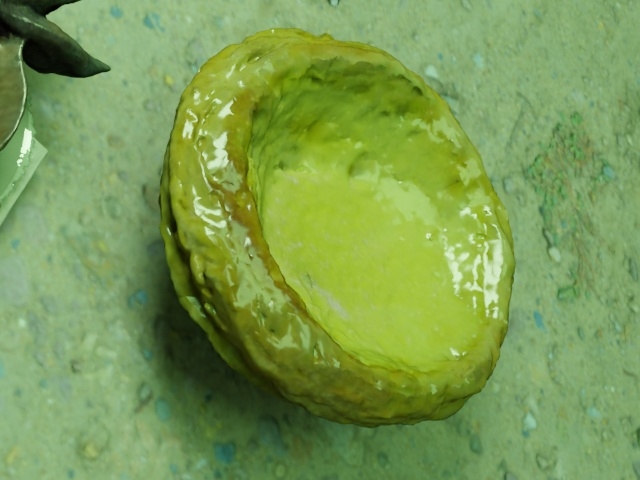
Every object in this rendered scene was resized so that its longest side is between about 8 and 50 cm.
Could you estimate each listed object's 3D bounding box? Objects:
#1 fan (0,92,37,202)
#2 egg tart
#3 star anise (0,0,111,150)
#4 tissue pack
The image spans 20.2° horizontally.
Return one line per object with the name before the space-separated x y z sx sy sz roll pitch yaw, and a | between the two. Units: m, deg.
fan | -0.244 -0.145 1.069 0.191 0.009 0.329 23 57 -25
egg tart | 0.000 0.000 1.183 0.294 0.123 0.294 20 59 -38
star anise | -0.219 -0.145 1.033 0.197 0.073 0.212 50 47 -9
tissue pack | -0.207 -0.031 1.062 0.056 0.023 0.108 43 50 -20
